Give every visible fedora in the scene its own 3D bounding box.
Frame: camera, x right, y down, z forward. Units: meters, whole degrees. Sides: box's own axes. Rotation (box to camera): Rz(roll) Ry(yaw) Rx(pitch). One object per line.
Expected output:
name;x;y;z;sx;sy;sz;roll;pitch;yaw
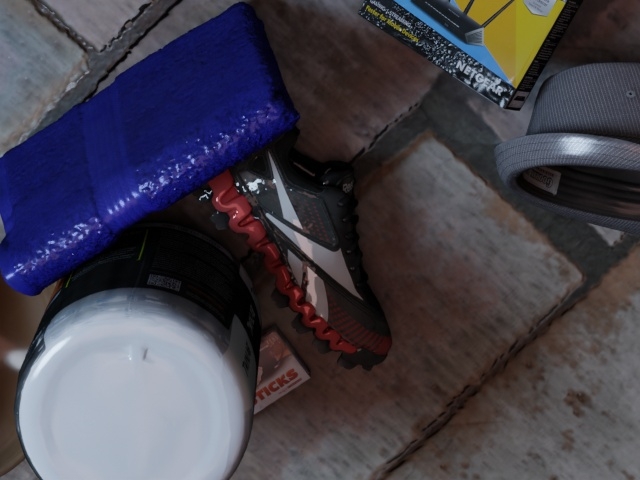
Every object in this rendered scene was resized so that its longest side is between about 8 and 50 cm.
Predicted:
fedora;0.303;-0.090;1.777;0.275;0.244;0.124;12;77;2

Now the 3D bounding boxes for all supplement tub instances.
supplement tub;-0.159;0.104;1.751;0.207;0.338;0.207;0;107;0

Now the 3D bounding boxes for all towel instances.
towel;-0.163;-0.081;1.764;0.308;0.228;0.076;-33;123;9

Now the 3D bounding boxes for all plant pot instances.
plant pot;-0.359;0.112;1.847;0.109;0.237;0.237;14;110;36

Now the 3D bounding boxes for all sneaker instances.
sneaker;0.000;0.000;1.843;0.135;0.097;0.276;-34;102;12

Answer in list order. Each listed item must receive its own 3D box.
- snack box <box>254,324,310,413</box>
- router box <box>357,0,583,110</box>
snack box;-0.100;0.160;1.931;0.178;0.022;0.064;-34;105;10
router box;0.140;-0.222;1.764;0.179;0.046;0.133;35;105;22
